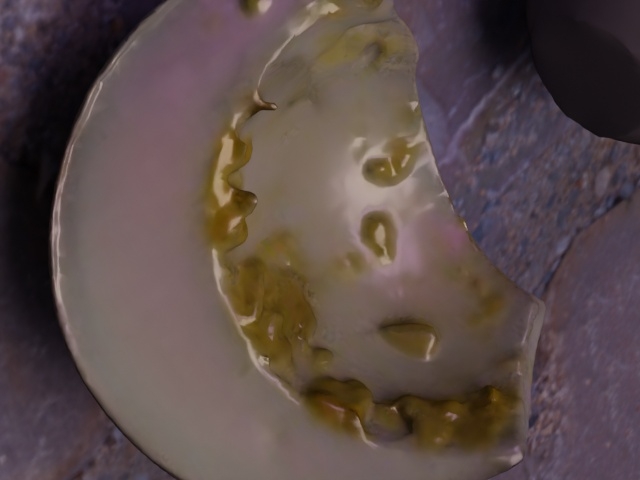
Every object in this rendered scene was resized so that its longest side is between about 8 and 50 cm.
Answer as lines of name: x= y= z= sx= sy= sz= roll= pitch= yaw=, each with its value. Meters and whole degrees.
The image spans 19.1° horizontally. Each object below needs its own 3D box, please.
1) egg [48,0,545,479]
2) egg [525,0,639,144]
egg: x=-0.019 y=0.003 z=0.927 sx=0.206 sy=0.162 sz=0.271 roll=-26 pitch=98 yaw=6
egg: x=0.218 y=-0.154 z=1.065 sx=0.232 sy=0.176 sz=0.176 roll=-44 pitch=137 yaw=-32
